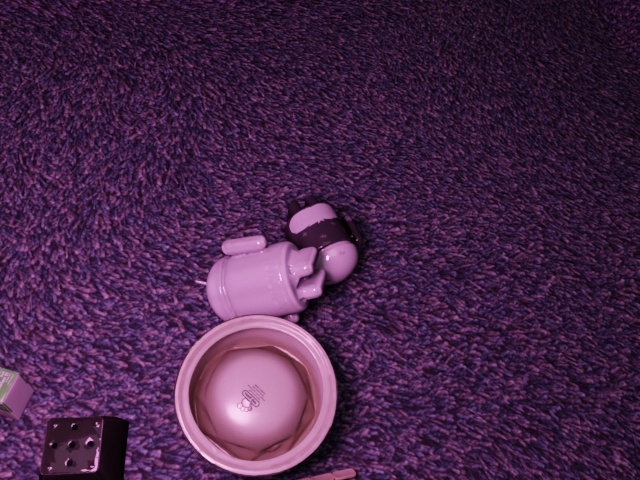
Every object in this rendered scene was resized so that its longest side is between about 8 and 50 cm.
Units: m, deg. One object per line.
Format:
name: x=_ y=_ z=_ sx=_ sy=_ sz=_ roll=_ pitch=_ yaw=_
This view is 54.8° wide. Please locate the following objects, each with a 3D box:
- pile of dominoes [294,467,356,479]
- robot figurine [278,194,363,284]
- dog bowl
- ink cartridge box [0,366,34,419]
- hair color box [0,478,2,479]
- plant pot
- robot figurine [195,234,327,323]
pile of dominoes: x=0.010 y=0.647 z=1.498 sx=0.252 sy=0.040 sz=0.196 roll=-7 pitch=17 yaw=-15
robot figurine: x=-0.002 y=0.002 z=1.854 sx=0.209 sy=0.174 sz=0.278 roll=-39 pitch=65 yaw=17
dog bowl: x=-0.165 y=0.406 z=1.600 sx=0.409 sy=0.150 sz=0.407 roll=3 pitch=62 yaw=-6
ink cartridge box: x=-0.849 y=0.362 z=1.539 sx=0.209 sy=0.153 sz=0.086 roll=16 pitch=58 yaw=1
hair color box: x=-0.825 y=0.583 z=1.471 sx=0.167 sy=0.053 sz=0.093 roll=38 pitch=61 yaw=13
plant pot: x=-0.578 y=0.509 z=1.481 sx=0.188 sy=0.167 sz=0.187 roll=0 pitch=61 yaw=-7
robot figurine: x=-0.164 y=0.119 z=1.703 sx=0.354 sy=0.299 sz=0.199 roll=-15 pitch=20 yaw=17
